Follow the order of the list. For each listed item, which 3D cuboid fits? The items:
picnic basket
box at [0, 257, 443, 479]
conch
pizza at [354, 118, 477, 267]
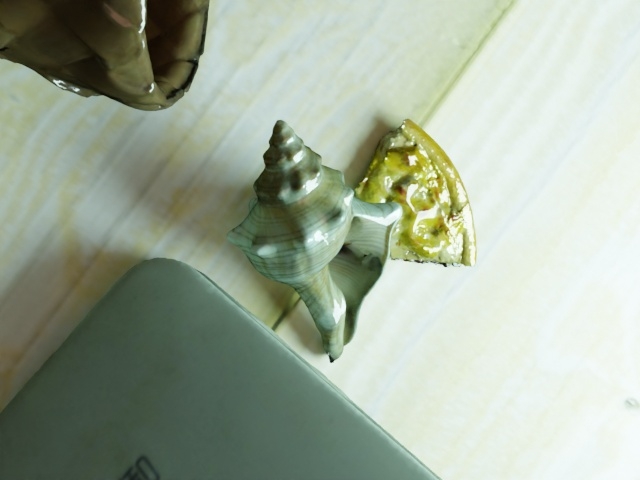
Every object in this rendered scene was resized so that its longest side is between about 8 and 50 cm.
[{"bbox_3d":[-0.072,-0.258,0.685,0.337,0.293,0.337,0,99,3],"label":"picnic basket"},{"bbox_3d":[-0.115,0.250,0.797,0.373,0.090,0.367,40,83,10],"label":"box"},{"bbox_3d":[-0.003,-0.013,0.862,0.137,0.114,0.234,-37,142,0],"label":"conch"},{"bbox_3d":[0.091,-0.032,0.918,0.099,0.036,0.160,-31,105,-12],"label":"pizza"}]
